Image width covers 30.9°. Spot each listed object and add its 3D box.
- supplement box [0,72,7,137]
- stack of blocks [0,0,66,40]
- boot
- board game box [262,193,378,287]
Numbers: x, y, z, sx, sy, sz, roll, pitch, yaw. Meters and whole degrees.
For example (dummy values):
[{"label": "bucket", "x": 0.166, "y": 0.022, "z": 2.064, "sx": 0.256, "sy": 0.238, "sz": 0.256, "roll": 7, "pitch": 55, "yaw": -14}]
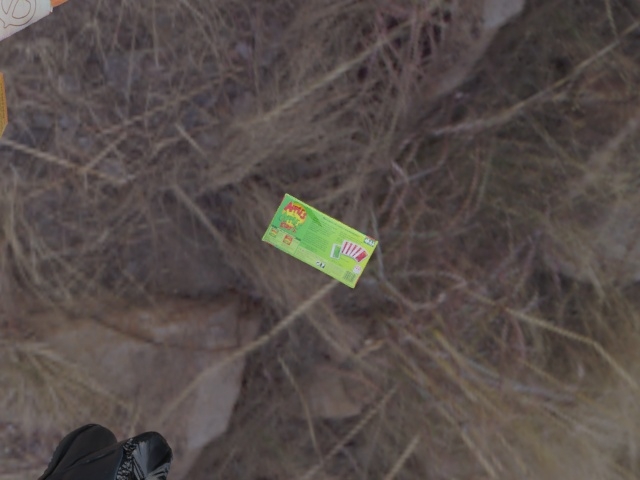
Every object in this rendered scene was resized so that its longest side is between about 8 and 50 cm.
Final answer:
[{"label": "supplement box", "x": -0.432, "y": -0.144, "z": 1.404, "sx": 0.080, "sy": 0.233, "sz": 0.078, "roll": -2, "pitch": 111, "yaw": -6}, {"label": "stack of blocks", "x": -0.186, "y": -0.218, "z": 0.473, "sx": 0.171, "sy": 0.087, "sz": 0.297, "roll": -41, "pitch": 150, "yaw": -35}, {"label": "boot", "x": -0.286, "y": 0.313, "z": 1.602, "sx": 0.207, "sy": 0.246, "sz": 0.094, "roll": -22, "pitch": 102, "yaw": 24}, {"label": "board game box", "x": 0.000, "y": 0.000, "z": 2.020, "sx": 0.181, "sy": 0.043, "sz": 0.092, "roll": 28, "pitch": 93, "yaw": 3}]
